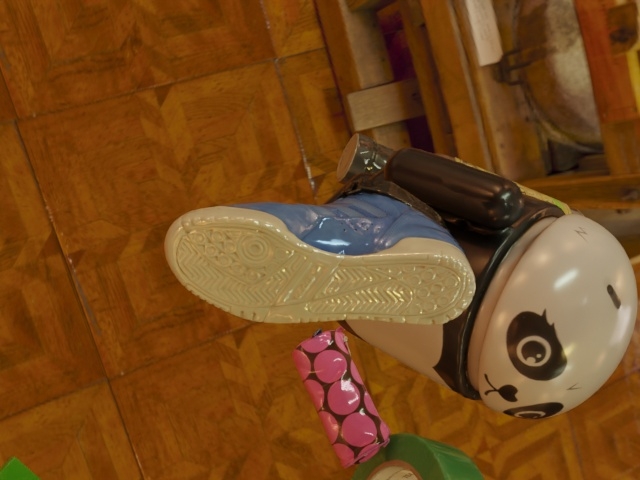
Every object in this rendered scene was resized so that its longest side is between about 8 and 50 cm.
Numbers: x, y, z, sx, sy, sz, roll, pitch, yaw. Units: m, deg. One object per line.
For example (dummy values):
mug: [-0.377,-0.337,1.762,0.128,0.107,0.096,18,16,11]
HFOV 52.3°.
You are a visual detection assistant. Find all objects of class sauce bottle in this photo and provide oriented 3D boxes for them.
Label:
sauce bottle: [0.190,-0.048,0.874,0.345,0.111,0.111,19,85,-14]

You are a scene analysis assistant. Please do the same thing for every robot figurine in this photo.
robot figurine: [0.114,0.034,0.549,0.209,0.278,0.173,15,98,-52]

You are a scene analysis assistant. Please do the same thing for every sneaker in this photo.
sneaker: [0.000,0.001,0.347,0.152,0.084,0.058,4,114,-1]

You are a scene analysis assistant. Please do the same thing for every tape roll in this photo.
tape roll: [0.125,0.450,0.951,0.077,0.321,0.321,20,85,-20]

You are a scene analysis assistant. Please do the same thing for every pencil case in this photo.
pencil case: [0.034,0.243,1.026,0.098,0.095,0.209,-25,72,-5]

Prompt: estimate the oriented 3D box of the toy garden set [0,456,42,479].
toy garden set: [-0.298,0.378,0.651,0.244,0.049,0.203,52,44,-19]
